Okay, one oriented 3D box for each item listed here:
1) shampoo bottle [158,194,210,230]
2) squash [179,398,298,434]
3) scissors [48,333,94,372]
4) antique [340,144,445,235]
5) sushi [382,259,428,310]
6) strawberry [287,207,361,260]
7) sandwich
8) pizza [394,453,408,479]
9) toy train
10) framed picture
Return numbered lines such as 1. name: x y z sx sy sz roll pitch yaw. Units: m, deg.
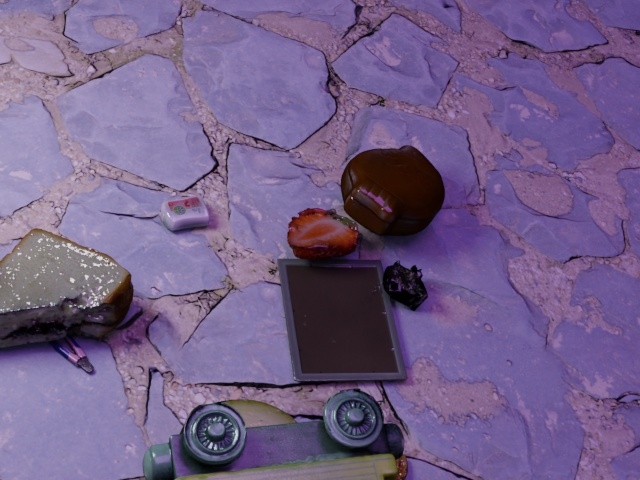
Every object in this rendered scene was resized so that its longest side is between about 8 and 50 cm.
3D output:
1. shampoo bottle: -0.288 -0.056 2.035 0.099 0.043 0.072 -10 55 -24
2. squash: -0.136 0.394 1.705 0.252 0.049 0.252 7 50 -8
3. scissors: -0.456 0.203 1.786 0.113 0.012 0.039 40 51 19
4. antique: 0.153 -0.106 2.134 0.223 0.129 0.278 34 39 4
5. sushi: 0.172 0.089 2.032 0.083 0.056 0.084 16 47 -20
6. strawberry: 0.000 0.000 2.034 0.146 0.082 0.187 27 32 33
7. sandwich: -0.503 0.118 1.772 0.254 0.099 0.288 26 48 14
8. pizza: 0.139 0.424 1.778 0.037 0.016 0.083 23 49 11
9. toy train: -0.058 0.404 1.578 0.442 0.179 0.272 -3 58 -17
10. framed picture: 0.039 0.159 1.970 0.232 0.019 0.296 2 51 -15
